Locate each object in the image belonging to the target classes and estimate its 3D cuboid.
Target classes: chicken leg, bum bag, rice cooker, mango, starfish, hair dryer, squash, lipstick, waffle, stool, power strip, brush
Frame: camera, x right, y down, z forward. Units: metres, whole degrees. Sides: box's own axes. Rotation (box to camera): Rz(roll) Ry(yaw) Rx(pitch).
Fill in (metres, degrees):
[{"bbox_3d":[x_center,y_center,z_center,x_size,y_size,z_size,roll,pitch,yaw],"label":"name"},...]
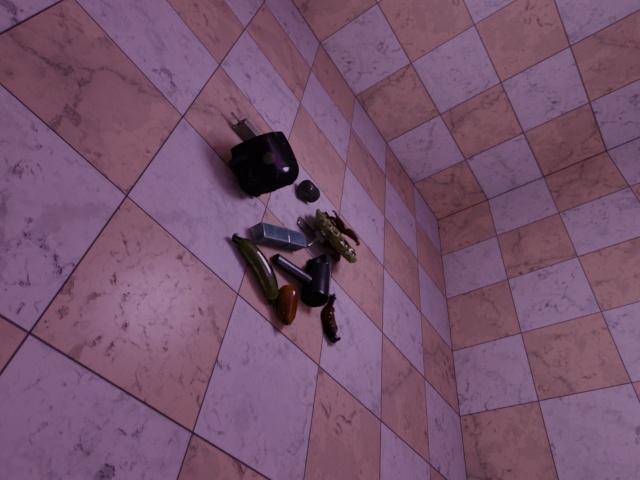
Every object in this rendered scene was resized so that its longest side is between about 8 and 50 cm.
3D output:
[{"bbox_3d":[0.049,0.338,2.048,0.106,0.051,0.253,48,31,-43],"label":"chicken leg"},{"bbox_3d":[0.061,-0.073,2.418,0.159,0.026,0.109,53,31,-23],"label":"bum bag"},{"bbox_3d":[-0.226,-0.306,1.862,0.267,0.267,0.225,-34,105,-62],"label":"rice cooker"},{"bbox_3d":[-0.132,0.251,1.766,0.105,0.084,0.159,67,30,-63],"label":"mango"},{"bbox_3d":[0.114,-0.061,2.230,0.227,0.043,0.240,30,-21,54],"label":"starfish"},{"bbox_3d":[-0.081,0.112,1.956,0.302,0.116,0.244,39,34,-29],"label":"hair dryer"},{"bbox_3d":[-0.227,0.101,1.719,0.319,0.071,0.080,61,29,-9],"label":"squash"},{"bbox_3d":[-0.172,-0.013,1.902,0.289,0.076,0.078,17,56,-56],"label":"lipstick"},{"bbox_3d":[0.069,-0.019,2.232,0.317,0.073,0.297,51,2,-8],"label":"waffle"},{"bbox_3d":[-0.058,-0.242,2.269,0.110,0.096,0.096,35,40,-51],"label":"stool"},{"bbox_3d":[-0.033,0.000,2.156,0.124,0.038,0.063,-34,99,-32],"label":"hair dryer"},{"bbox_3d":[-0.333,-0.488,1.995,0.175,0.075,0.042,48,34,-32],"label":"power strip"},{"bbox_3d":[0.000,0.000,2.233,0.321,0.050,0.060,47,37,-31],"label":"brush"}]
